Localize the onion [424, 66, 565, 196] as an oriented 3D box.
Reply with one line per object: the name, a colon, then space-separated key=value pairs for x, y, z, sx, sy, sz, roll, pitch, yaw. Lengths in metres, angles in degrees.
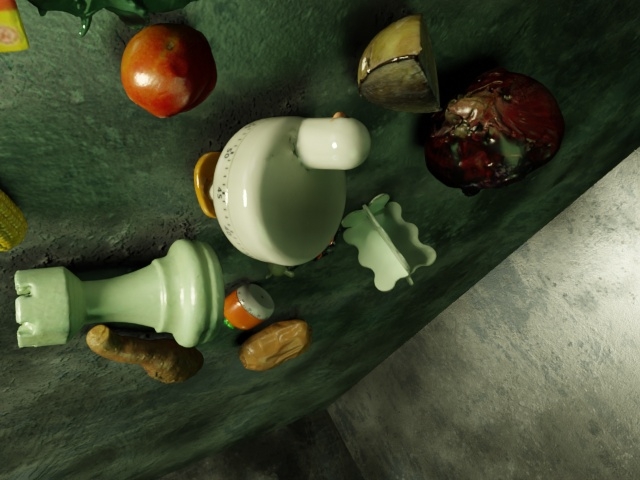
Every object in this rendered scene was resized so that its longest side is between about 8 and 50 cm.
onion: x=0.326 y=-0.207 z=0.931 sx=0.281 sy=0.221 sz=0.281 roll=-15 pitch=172 yaw=-2

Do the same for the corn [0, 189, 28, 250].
corn: x=-0.414 y=-0.051 z=0.540 sx=0.068 sy=0.067 sz=0.206 roll=-26 pitch=154 yaw=-12

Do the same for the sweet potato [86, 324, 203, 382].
sweet potato: x=-0.380 y=0.274 z=1.093 sx=0.109 sy=0.109 sz=0.385 roll=-34 pitch=154 yaw=3

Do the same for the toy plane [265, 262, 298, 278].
toy plane: x=-0.055 y=-0.011 z=0.991 sx=0.108 sy=0.092 sz=0.286 roll=-40 pitch=164 yaw=-39

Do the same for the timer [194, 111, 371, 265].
timer: x=-0.039 y=-0.077 z=0.715 sx=0.234 sy=0.240 sz=0.233 roll=-13 pitch=107 yaw=-50

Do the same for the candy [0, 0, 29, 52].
candy: x=-0.306 y=-0.252 z=0.289 sx=0.146 sy=0.088 sz=0.276 roll=-21 pitch=151 yaw=-25

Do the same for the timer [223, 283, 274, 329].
timer: x=-0.185 y=0.171 z=1.138 sx=0.136 sy=0.099 sz=0.136 roll=-20 pitch=139 yaw=-18

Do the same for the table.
table: x=0.166 y=0.012 z=1.135 sx=0.167 sy=0.198 sz=0.166 roll=-26 pitch=153 yaw=-14

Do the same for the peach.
peach: x=-0.170 y=-0.196 z=0.531 sx=0.101 sy=0.100 sz=0.100 roll=-26 pitch=153 yaw=-14

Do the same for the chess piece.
chess piece: x=-0.331 y=0.097 z=0.780 sx=0.299 sy=0.194 sz=0.194 roll=-3 pitch=142 yaw=-32

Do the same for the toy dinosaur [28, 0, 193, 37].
toy dinosaur: x=-0.134 y=-0.281 z=0.443 sx=0.292 sy=0.079 sz=0.120 roll=-28 pitch=159 yaw=-3

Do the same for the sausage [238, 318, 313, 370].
sausage: x=-0.132 y=0.316 z=1.423 sx=0.241 sy=0.120 sz=0.136 roll=-19 pitch=162 yaw=-27

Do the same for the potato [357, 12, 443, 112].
potato: x=0.120 y=-0.283 z=0.737 sx=0.121 sy=0.100 sz=0.261 roll=0 pitch=179 yaw=20

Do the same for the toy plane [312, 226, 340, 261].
toy plane: x=0.003 y=0.001 z=1.077 sx=0.061 sy=0.130 sz=0.189 roll=20 pitch=155 yaw=-7
